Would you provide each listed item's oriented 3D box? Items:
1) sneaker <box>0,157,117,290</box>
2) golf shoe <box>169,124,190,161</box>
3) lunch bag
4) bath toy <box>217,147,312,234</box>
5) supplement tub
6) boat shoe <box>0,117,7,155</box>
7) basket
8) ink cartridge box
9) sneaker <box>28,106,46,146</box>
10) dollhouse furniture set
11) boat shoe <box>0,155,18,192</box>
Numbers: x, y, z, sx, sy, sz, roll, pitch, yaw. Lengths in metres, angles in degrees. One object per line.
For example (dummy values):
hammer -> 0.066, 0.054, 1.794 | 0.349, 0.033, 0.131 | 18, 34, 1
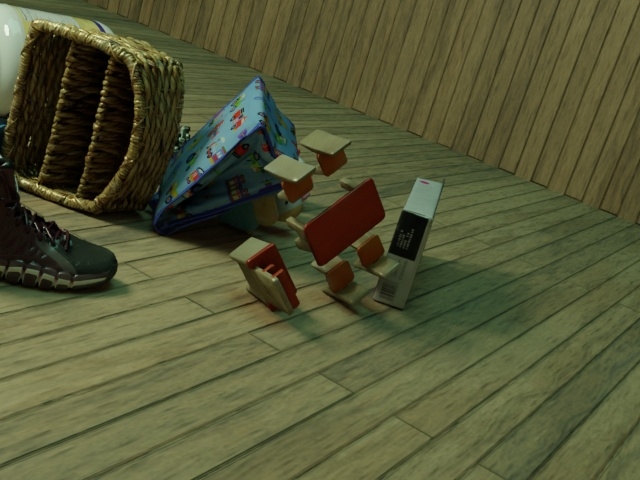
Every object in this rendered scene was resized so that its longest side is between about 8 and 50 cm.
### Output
sneaker -> -0.406, -0.028, 1.252 | 0.281, 0.162, 0.106 | 8, 20, -27
golf shoe -> -0.340, -0.181, 1.926 | 0.120, 0.105, 0.273 | 0, 13, -4
lunch bag -> -0.195, -0.134, 1.644 | 0.138, 0.293, 0.221 | 54, 14, -29
bath toy -> -0.089, -0.108, 1.855 | 0.151, 0.129, 0.348 | 22, 17, 7
supplement tub -> -0.629, -0.382, 1.986 | 0.331, 0.241, 0.241 | -1, 25, -43
boat shoe -> -0.614, -0.178, 1.641 | 0.089, 0.109, 0.258 | 20, 0, -13
basket -> -0.390, -0.202, 1.571 | 0.223, 0.299, 0.213 | 2, 25, -46
ink cartridge box -> 0.176, -0.012, 1.733 | 0.069, 0.175, 0.371 | 19, 17, 8
sneaker -> -0.472, -0.220, 1.841 | 0.099, 0.121, 0.262 | 25, 19, 22
dollhouse furniture set -> 0.000, 0.000, 1.443 | 0.259, 0.262, 0.135 | -38, 34, -21
boat shoe -> -0.591, -0.117, 1.461 | 0.301, 0.102, 0.108 | 45, 24, 26
